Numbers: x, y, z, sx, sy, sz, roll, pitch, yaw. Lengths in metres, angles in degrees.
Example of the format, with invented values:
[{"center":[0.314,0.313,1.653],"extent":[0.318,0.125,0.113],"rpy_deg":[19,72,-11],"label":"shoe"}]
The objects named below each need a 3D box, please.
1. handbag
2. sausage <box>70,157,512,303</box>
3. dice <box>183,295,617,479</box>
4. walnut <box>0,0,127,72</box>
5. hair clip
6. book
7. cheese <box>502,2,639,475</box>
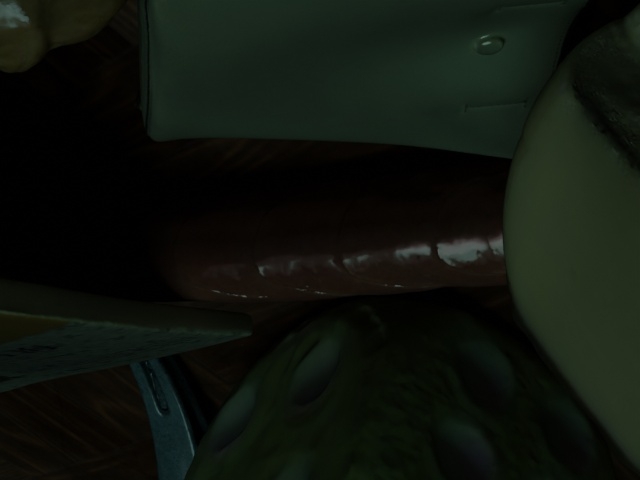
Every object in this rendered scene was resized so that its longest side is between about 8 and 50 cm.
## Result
[{"center":[0.059,-0.111,0.879],"extent":[0.315,0.109,0.241],"rpy_deg":[9,154,-2],"label":"handbag"},{"center":[-0.001,-0.001,1.089],"extent":[0.433,0.088,0.088],"rpy_deg":[-6,139,29],"label":"sausage"},{"center":[0.053,0.210,1.207],"extent":[0.254,0.252,0.250],"rpy_deg":[34,142,-24],"label":"dice"},{"center":[-0.176,-0.167,0.874],"extent":[0.166,0.166,0.149],"rpy_deg":[13,135,7],"label":"walnut"},{"center":[-0.144,0.105,1.321],"extent":[0.048,0.083,0.275],"rpy_deg":[2,135,29],"label":"hair clip"},{"center":[-0.259,0.065,1.086],"extent":[0.269,0.032,0.389],"rpy_deg":[-14,166,32],"label":"book"},{"center":[0.207,0.013,0.830],"extent":[0.266,0.127,0.233],"rpy_deg":[53,147,23],"label":"cheese"}]
